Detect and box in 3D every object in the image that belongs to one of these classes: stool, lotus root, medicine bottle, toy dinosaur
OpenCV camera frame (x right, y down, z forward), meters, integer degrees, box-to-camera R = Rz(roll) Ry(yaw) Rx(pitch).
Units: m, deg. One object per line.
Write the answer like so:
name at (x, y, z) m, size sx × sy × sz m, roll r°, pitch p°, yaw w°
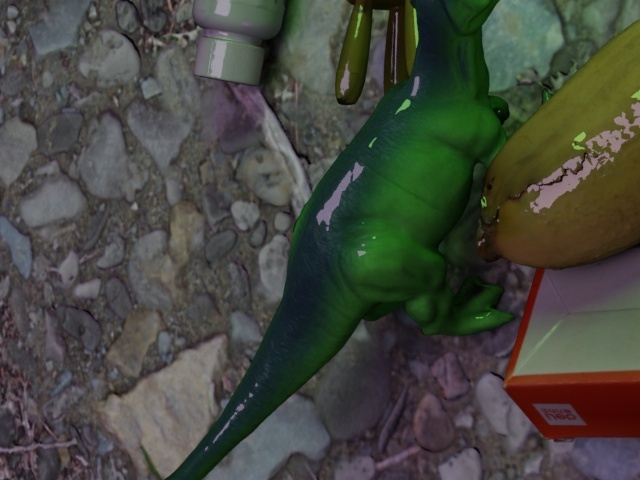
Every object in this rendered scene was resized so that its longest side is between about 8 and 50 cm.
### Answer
stool at (0.079, -0.176, 1.205) m, size 0.134 × 0.135 × 0.110 m, roll 174°, pitch 95°, yaw -82°
lotus root at (0.245, -0.079, 1.037) m, size 0.303 × 0.131 × 0.146 m, roll -42°, pitch 34°, yaw 6°
medicine bottle at (-0.072, -0.285, 1.336) m, size 0.095 × 0.095 × 0.259 m, roll 16°, pitch 96°, yaw 37°
toy dinosaur at (0.000, 0.000, 1.064) m, size 0.144 × 0.500 × 0.374 m, roll 38°, pitch 155°, yaw 37°

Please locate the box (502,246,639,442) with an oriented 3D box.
box at (0.251, 0.082, 1.043) m, size 0.182 × 0.099 × 0.133 m, roll -8°, pitch 49°, yaw 36°
